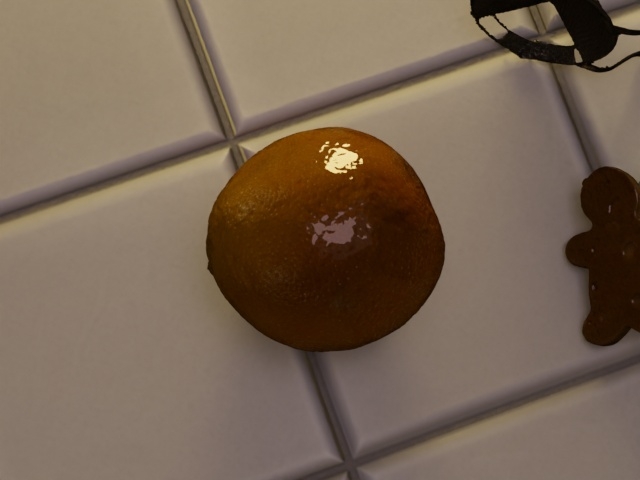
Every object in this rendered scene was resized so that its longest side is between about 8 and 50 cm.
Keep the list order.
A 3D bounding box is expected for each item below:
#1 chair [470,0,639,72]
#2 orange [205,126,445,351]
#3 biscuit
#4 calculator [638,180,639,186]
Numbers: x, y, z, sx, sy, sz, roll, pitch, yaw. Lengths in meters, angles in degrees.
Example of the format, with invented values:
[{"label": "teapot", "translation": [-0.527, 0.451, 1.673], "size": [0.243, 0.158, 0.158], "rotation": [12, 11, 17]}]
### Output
[{"label": "chair", "translation": [0.293, -0.271, 1.930], "size": [0.213, 0.174, 0.149], "rotation": [-20, 78, -19]}, {"label": "orange", "translation": [0.000, 0.000, 1.815], "size": [0.264, 0.264, 0.264], "rotation": [1, 80, -5]}, {"label": "biscuit", "translation": [0.349, 0.015, 1.915], "size": [0.138, 0.031, 0.205], "rotation": [-16, 81, 37]}, {"label": "calculator", "translation": [0.497, 0.009, 1.953], "size": [0.293, 0.051, 0.173], "rotation": [22, 78, -1]}]
